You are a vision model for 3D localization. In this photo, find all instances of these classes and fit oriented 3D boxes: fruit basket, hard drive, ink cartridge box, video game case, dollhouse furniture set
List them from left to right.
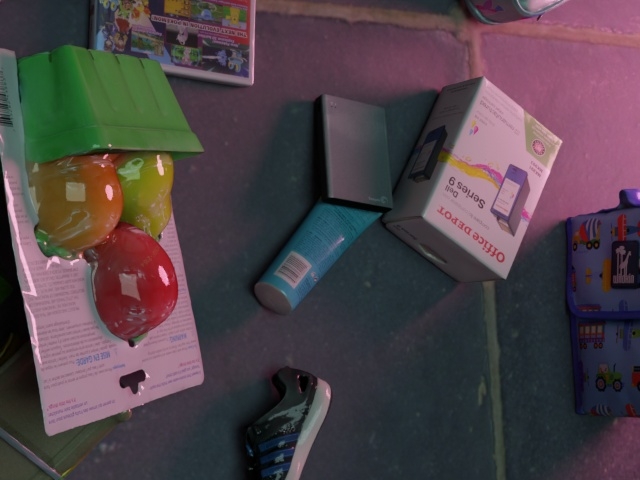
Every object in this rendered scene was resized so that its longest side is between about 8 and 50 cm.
[{"bbox_3d":[-0.358,0.122,1.323,0.197,0.151,0.301,-44,127,-7],"label":"dollhouse furniture set"},{"bbox_3d":[-0.226,-0.007,1.316,0.327,0.165,0.353,-10,95,-70],"label":"fruit basket"},{"bbox_3d":[-0.164,-0.277,1.511,0.201,0.023,0.183,6,82,-33],"label":"video game case"},{"bbox_3d":[0.040,-0.104,1.604,0.094,0.022,0.135,9,67,-32],"label":"hard drive"},{"bbox_3d":[0.192,-0.073,1.674,0.154,0.093,0.212,36,69,-25],"label":"ink cartridge box"}]

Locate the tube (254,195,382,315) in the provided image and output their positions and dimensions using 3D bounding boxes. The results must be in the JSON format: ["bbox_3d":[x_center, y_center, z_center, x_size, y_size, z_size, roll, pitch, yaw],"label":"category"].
[{"bbox_3d":[0.000,0.000,1.573,0.080,0.052,0.207,53,55,-19],"label":"tube"}]

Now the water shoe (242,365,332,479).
[{"bbox_3d":[-0.057,0.240,1.508,0.080,0.073,0.203,26,66,-5],"label":"water shoe"}]

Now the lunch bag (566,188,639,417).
[{"bbox_3d":[0.434,0.075,1.734,0.138,0.221,0.293,-9,90,-33],"label":"lunch bag"}]

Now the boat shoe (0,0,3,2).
[{"bbox_3d":[-0.407,-0.310,1.324,0.226,0.083,0.076,45,63,-21],"label":"boat shoe"}]

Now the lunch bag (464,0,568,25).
[{"bbox_3d":[0.258,-0.427,1.744,0.224,0.108,0.279,-31,102,-34],"label":"lunch bag"}]
